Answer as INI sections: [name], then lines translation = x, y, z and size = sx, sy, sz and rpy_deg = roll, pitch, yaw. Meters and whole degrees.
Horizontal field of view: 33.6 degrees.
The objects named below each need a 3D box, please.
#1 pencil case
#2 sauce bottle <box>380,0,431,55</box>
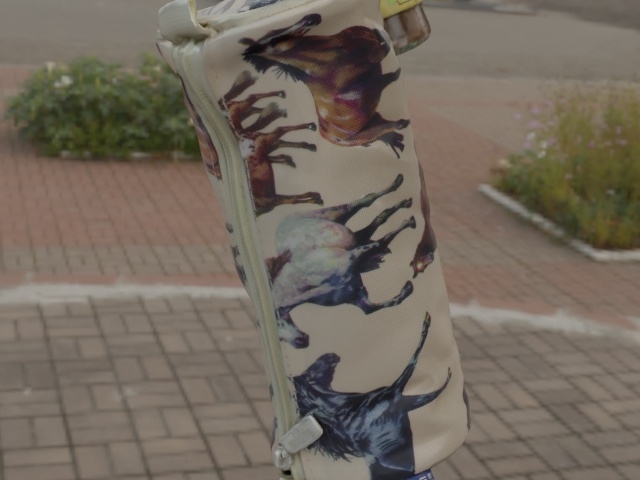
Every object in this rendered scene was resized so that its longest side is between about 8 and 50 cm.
[pencil case]
translation = 0.000, 0.000, 0.788
size = 0.160, 0.410, 0.183
rpy_deg = 5, 30, 37
[sauce bottle]
translation = -0.006, -0.315, 0.890
size = 0.111, 0.344, 0.111
rpy_deg = -19, 15, 5
